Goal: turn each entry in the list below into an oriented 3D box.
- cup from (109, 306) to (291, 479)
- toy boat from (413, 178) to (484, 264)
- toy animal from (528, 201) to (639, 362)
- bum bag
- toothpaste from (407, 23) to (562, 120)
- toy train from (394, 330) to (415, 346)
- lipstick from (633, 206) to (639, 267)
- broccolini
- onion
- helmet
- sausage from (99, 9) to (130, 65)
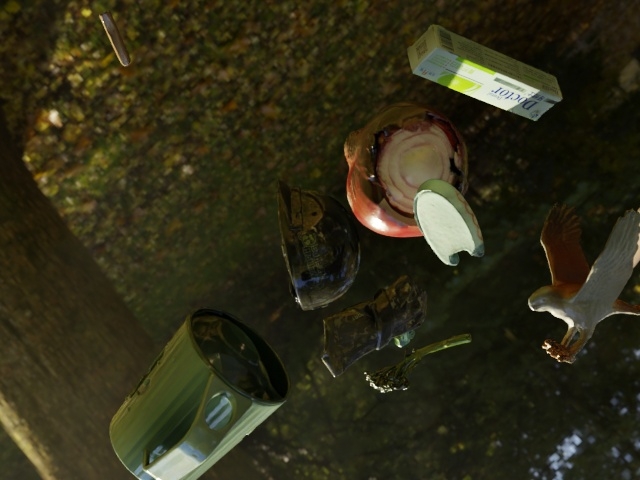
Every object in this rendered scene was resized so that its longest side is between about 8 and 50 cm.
[{"bbox_3d":[-0.313,0.391,2.013,0.392,0.310,0.401,-48,165,16],"label":"cup"},{"bbox_3d":[0.291,-0.047,1.888,0.079,0.208,0.134,-37,-172,-41],"label":"toy boat"},{"bbox_3d":[0.516,0.105,1.539,0.302,0.284,0.225,-56,-159,-7],"label":"toy animal"},{"bbox_3d":[0.099,0.150,1.544,0.248,0.069,0.102,-29,120,-28],"label":"bum bag"},{"bbox_3d":[0.329,-0.326,1.646,0.336,0.067,0.081,14,144,-31],"label":"toothpaste"},{"bbox_3d":[0.207,0.220,2.083,0.053,0.033,0.083,-28,125,-27],"label":"toy train"},{"bbox_3d":[0.749,-0.039,1.915,0.070,0.070,0.254,-38,157,-36],"label":"lipstick"},{"bbox_3d":[0.239,0.283,1.953,0.271,0.062,0.123,-24,-152,-7],"label":"broccolini"},{"bbox_3d":[0.217,-0.176,2.097,0.341,0.341,0.341,-43,171,-8],"label":"onion"},{"bbox_3d":[0.000,0.000,1.720,0.160,0.279,0.230,-8,-170,1],"label":"helmet"},{"bbox_3d":[-0.418,-0.413,1.713,0.026,0.116,0.026,-17,-154,8],"label":"sausage"}]
